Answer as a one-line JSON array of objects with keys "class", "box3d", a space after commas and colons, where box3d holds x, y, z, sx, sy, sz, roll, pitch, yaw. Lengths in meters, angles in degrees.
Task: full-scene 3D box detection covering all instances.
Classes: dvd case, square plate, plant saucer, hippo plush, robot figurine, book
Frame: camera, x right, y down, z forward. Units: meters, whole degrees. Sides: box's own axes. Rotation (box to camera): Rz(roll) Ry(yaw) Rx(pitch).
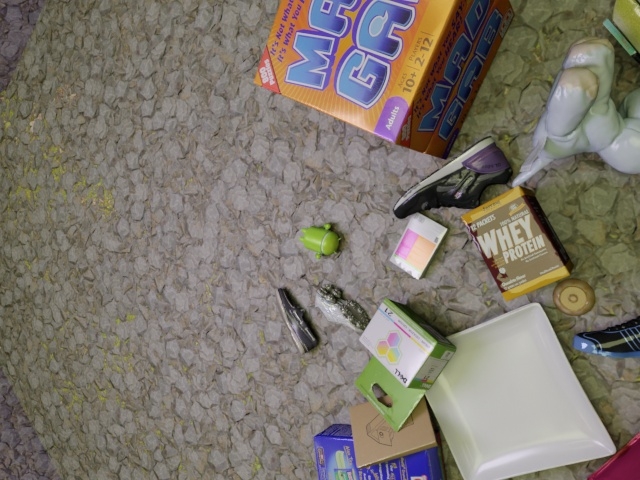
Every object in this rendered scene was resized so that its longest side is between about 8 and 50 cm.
[{"class": "dvd case", "box3d": [0.591, -0.378, 0.943, 0.013, 0.119, 0.087, -42, 66, 38]}, {"class": "square plate", "box3d": [0.422, 0.360, 1.132, 0.344, 0.049, 0.347, -29, 79, 27]}, {"class": "plant saucer", "box3d": [0.550, 0.125, 1.063, 0.083, 0.015, 0.083, 2, 94, 29]}, {"class": "hippo plush", "box3d": [0.546, -0.226, 0.918, 0.236, 0.234, 0.294, 22, 86, 15]}, {"class": "plant saucer", "box3d": [0.614, -0.369, 0.906, 0.045, 0.188, 0.188, -40, 74, 40]}, {"class": "robot figurine", "box3d": [0.000, 0.000, 1.333, 0.115, 0.067, 0.101, 17, 90, 27]}, {"class": "book", "box3d": [0.244, 0.011, 1.219, 0.096, 0.035, 0.144, 34, 108, 26]}]

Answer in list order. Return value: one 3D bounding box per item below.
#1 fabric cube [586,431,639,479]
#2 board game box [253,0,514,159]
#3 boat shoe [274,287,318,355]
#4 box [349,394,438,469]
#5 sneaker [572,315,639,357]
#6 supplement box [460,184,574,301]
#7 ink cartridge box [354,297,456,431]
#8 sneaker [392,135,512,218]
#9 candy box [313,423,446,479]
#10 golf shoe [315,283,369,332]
[{"class": "fabric cube", "box3d": [0.675, 0.511, 0.883, 0.258, 0.259, 0.254, 41, 112, 23]}, {"class": "board game box", "box3d": [0.147, -0.419, 1.059, 0.356, 0.356, 0.356, 30, 107, 24]}, {"class": "boat shoe", "box3d": [-0.072, 0.224, 1.405, 0.065, 0.075, 0.206, -22, 73, -15]}, {"class": "box", "box3d": [0.174, 0.455, 1.201, 0.201, 0.164, 0.021, -22, 124, 12]}, {"class": "sneaker", "box3d": [0.639, 0.189, 0.987, 0.232, 0.081, 0.090, 0, 90, 22]}, {"class": "supplement box", "box3d": [0.418, 0.003, 1.028, 0.129, 0.191, 0.194, -31, 78, 27]}, {"class": "ink cartridge box", "box3d": [0.174, 0.301, 1.183, 0.189, 0.097, 0.255, 40, 102, 46]}, {"class": "sneaker", "box3d": [0.304, -0.110, 1.135, 0.283, 0.107, 0.124, -35, 82, 24]}, {"class": "candy box", "box3d": [0.159, 0.625, 1.254, 0.317, 0.122, 0.268, -8, 87, 31]}, {"class": "golf shoe", "box3d": [0.055, 0.198, 1.329, 0.176, 0.069, 0.086, 41, 131, 24]}]
